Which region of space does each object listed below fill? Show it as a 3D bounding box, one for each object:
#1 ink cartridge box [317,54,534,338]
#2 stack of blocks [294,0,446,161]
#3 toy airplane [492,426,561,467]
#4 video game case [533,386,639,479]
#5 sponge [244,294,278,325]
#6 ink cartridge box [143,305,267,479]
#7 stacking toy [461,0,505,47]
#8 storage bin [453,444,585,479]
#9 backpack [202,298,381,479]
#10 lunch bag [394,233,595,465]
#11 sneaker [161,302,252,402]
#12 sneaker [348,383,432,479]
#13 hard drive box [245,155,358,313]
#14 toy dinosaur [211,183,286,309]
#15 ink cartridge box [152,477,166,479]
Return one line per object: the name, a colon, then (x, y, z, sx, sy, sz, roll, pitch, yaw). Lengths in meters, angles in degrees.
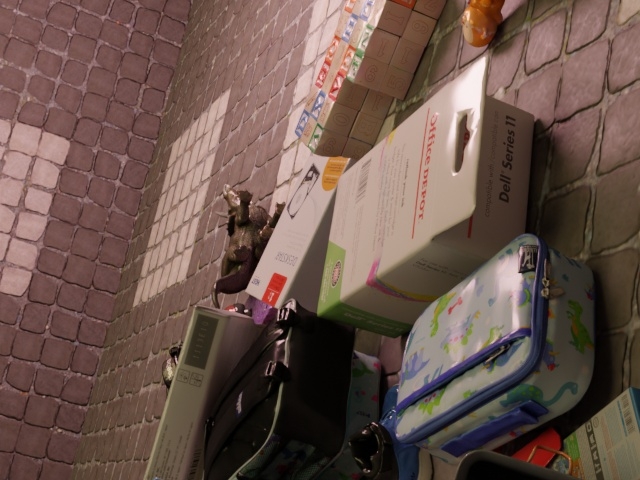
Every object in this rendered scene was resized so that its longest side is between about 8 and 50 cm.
ink cartridge box: (0.133, -0.037, 1.227, 0.353, 0.119, 0.207, -38, 38, 58)
stack of blocks: (0.072, -0.265, 1.627, 0.297, 0.087, 0.171, -67, 21, 14)
toy airplane: (0.172, 0.210, 1.013, 0.151, 0.028, 0.151, -57, 14, 23)
video game case: (0.230, 0.217, 0.915, 0.166, 0.015, 0.119, -53, 28, 42)
sponge: (-0.072, 0.067, 1.803, 0.210, 0.031, 0.117, -63, 22, 23)
ink cartridge box: (-0.154, 0.236, 1.523, 0.239, 0.060, 0.275, 32, -107, -77)
stacking toy: (0.222, -0.367, 1.282, 0.175, 0.165, 0.302, -102, 21, -48)
storage bin: (0.169, 0.212, 0.858, 0.091, 0.135, 0.098, 42, -116, -83)
backpack: (-0.043, 0.230, 1.354, 0.253, 0.191, 0.225, -48, 23, 35)
lunch bag: (0.163, 0.110, 1.023, 0.219, 0.090, 0.176, -41, 27, 46)
sneaker: (-0.192, 0.205, 1.800, 0.098, 0.135, 0.276, -98, 24, -43)
sneaker: (0.073, 0.216, 1.221, 0.058, 0.084, 0.152, -58, 24, 35)
hard drive box: (0.000, 0.000, 1.546, 0.232, 0.089, 0.181, -66, 20, -4)
toy dinosaur: (-0.128, 0.017, 1.894, 0.160, 0.121, 0.313, 110, 165, -52)
ink cartridge box: (-0.183, 0.372, 1.275, 0.092, 0.090, 0.143, -46, 29, 52)
